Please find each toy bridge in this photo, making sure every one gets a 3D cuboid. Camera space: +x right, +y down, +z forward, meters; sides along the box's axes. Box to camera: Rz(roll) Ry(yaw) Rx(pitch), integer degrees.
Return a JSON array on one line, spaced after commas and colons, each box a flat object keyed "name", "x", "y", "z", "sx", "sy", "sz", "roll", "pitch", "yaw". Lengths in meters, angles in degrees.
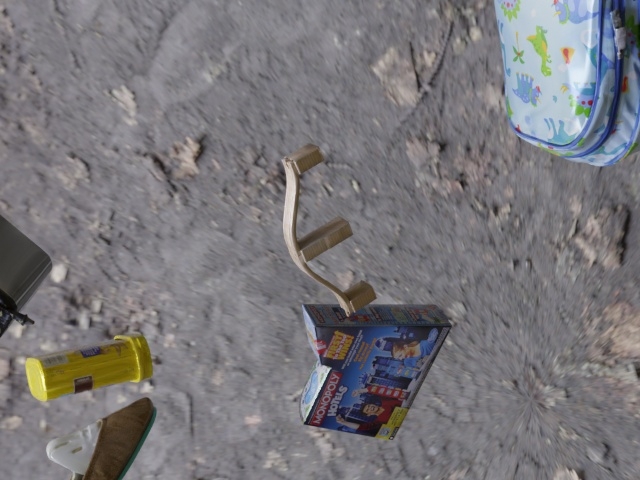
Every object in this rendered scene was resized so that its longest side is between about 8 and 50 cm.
[{"name": "toy bridge", "x": 0.000, "y": 0.000, "z": 1.173, "sx": 0.063, "sy": 0.026, "sz": 0.188, "roll": -31, "pitch": 120, "yaw": -17}]

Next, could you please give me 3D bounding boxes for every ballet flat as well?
[{"name": "ballet flat", "x": -0.370, "y": 0.371, "z": 1.765, "sx": 0.124, "sy": 0.116, "sz": 0.342, "roll": 28, "pitch": 89, "yaw": -16}]

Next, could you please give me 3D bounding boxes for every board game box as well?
[{"name": "board game box", "x": 0.047, "y": 0.160, "z": 1.596, "sx": 0.194, "sy": 0.060, "sz": 0.194, "roll": 16, "pitch": 111, "yaw": -26}]

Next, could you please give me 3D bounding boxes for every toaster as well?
[{"name": "toaster", "x": -0.401, "y": 0.050, "z": 1.304, "sx": 0.185, "sy": 0.110, "sz": 0.168, "roll": 41, "pitch": 125, "yaw": -8}]

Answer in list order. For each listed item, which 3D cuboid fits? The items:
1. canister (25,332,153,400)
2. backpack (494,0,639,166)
[{"name": "canister", "x": -0.362, "y": 0.198, "z": 1.856, "sx": 0.170, "sy": 0.126, "sz": 0.073, "roll": -11, "pitch": 92, "yaw": -25}, {"name": "backpack", "x": 0.331, "y": -0.267, "z": 1.390, "sx": 0.273, "sy": 0.290, "sz": 0.356, "roll": -32, "pitch": 121, "yaw": -19}]
